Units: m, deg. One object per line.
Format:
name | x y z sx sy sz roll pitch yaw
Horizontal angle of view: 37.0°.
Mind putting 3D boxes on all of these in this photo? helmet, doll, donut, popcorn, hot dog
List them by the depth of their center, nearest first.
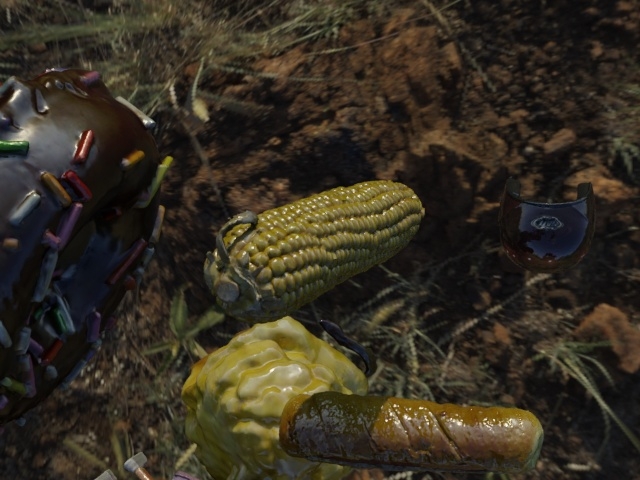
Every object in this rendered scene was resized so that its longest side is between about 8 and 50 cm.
donut | -0.195 0.011 0.643 0.103 0.269 0.269 28 87 5
hot dog | 0.090 0.202 1.017 0.286 0.061 0.087 -3 58 15
popcorn | -0.048 0.279 1.590 0.382 0.349 0.348 -28 99 -33
doll | -0.295 0.476 1.754 0.217 0.183 0.085 25 107 21
helmet | 0.451 -0.030 1.913 0.189 0.216 0.193 3 76 14

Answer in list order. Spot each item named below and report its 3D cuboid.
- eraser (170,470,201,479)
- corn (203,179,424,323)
eraser | -0.194 0.631 1.836 0.359 0.272 0.122 21 131 15
corn | 0.000 0.000 0.936 0.293 0.106 0.106 -25 101 -51
